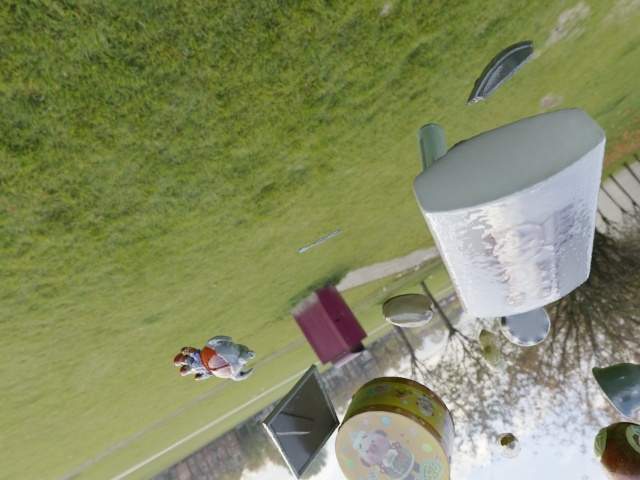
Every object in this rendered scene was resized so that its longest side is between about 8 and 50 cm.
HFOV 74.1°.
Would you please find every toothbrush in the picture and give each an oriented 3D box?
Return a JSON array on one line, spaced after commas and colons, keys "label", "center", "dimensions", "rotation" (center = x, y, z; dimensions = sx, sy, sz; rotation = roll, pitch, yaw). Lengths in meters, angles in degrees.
[{"label": "toothbrush", "center": [0.000, 0.000, 1.618], "dimensions": [0.193, 0.013, 0.019], "rotation": [-27, -164, -18]}]

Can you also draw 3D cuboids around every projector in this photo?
[{"label": "projector", "center": [0.407, -0.278, 1.507], "dimensions": [0.108, 0.338, 0.108], "rotation": [3, 140, 3]}]

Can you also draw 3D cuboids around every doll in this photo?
[{"label": "doll", "center": [-0.208, 0.238, 0.843], "dimensions": [0.194, 0.104, 0.062], "rotation": [-15, -177, 26]}]

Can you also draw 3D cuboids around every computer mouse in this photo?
[{"label": "computer mouse", "center": [0.501, -0.481, 1.210], "dimensions": [0.231, 0.071, 0.126], "rotation": [-42, -177, 28]}]

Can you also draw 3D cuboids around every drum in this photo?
[{"label": "drum", "center": [0.273, 0.736, 1.548], "dimensions": [0.431, 0.431, 0.214], "rotation": [-39, 179, 25]}]

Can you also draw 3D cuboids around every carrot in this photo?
[{"label": "carrot", "center": [0.557, 0.605, 1.255], "dimensions": [0.078, 0.078, 0.298], "rotation": [-33, 147, 5]}]

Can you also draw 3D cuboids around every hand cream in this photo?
[{"label": "hand cream", "center": [0.576, 0.206, 1.237], "dimensions": [0.118, 0.185, 0.358], "rotation": [-52, 165, 14]}]

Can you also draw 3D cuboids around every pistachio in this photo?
[{"label": "pistachio", "center": [0.347, 0.276, 1.685], "dimensions": [0.205, 0.132, 0.129], "rotation": [0, 176, 5]}]

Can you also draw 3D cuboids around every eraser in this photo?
[{"label": "eraser", "center": [0.228, -0.009, 0.505], "dimensions": [0.174, 0.095, 0.270], "rotation": [-22, 142, 14]}]

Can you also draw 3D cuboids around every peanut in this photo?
[{"label": "peanut", "center": [0.730, 0.467, 1.814], "dimensions": [0.082, 0.187, 0.082], "rotation": [-1, 142, -1]}]

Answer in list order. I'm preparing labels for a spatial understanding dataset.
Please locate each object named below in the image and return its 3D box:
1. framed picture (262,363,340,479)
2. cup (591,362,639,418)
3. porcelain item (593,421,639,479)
[{"label": "framed picture", "center": [-0.049, 0.612, 1.419], "dimensions": [0.247, 0.022, 0.335], "rotation": [-43, 130, -33]}, {"label": "cup", "center": [1.127, 0.521, 1.542], "dimensions": [0.150, 0.199, 0.199], "rotation": [-44, 160, 30]}, {"label": "porcelain item", "center": [0.990, 0.715, 1.342], "dimensions": [0.252, 0.253, 0.253], "rotation": [-29, 164, -9]}]
